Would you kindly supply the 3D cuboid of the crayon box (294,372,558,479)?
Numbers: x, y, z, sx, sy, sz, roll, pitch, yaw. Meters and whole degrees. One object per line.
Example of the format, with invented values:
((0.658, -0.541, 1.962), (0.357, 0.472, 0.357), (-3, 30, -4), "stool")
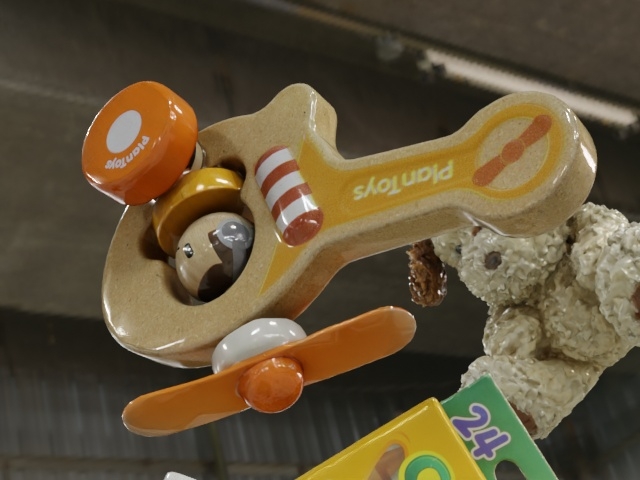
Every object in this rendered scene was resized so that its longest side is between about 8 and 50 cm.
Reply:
((0.030, 0.242, 0.798), (0.323, 0.203, 0.083), (-31, -13, -8), "crayon box")

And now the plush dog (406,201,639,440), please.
((0.201, 0.015, 1.156), (0.262, 0.225, 0.210), (-46, -3, 35), "plush dog")

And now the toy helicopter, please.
((0.000, 0.000, 0.790), (0.355, 0.235, 0.140), (-14, -34, 32), "toy helicopter")

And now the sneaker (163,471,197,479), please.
((-0.086, 0.325, 1.190), (0.094, 0.151, 0.256), (9, -21, 42), "sneaker")
